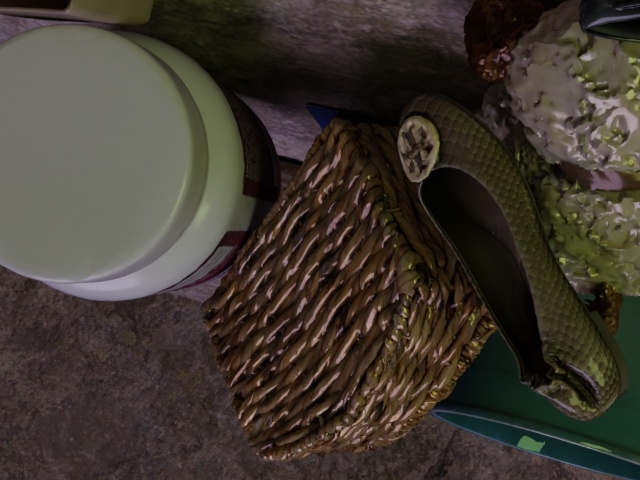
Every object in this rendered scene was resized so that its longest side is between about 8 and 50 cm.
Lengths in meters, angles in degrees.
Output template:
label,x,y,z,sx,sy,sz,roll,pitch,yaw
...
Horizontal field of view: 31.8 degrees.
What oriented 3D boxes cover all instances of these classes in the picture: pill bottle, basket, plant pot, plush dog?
label,x,y,z,sx,sy,sz,roll,pitch,yaw
pill bottle,-0.166,-0.061,0.994,0.224,0.224,0.392,17,-179,5
basket,0.068,0.061,1.000,0.223,0.214,0.299,0,142,-37
plant pot,-0.175,-0.207,0.816,0.109,0.109,0.096,10,179,34
plush dog,0.197,-0.068,0.759,0.262,0.211,0.225,10,140,28
plant pot,0.278,0.097,1.173,0.271,0.255,0.272,16,169,3

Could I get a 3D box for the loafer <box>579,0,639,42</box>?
label,x,y,z,sx,sy,sz,roll,pitch,yaw
loafer,0.253,-0.120,0.618,0.223,0.078,0.076,15,169,11

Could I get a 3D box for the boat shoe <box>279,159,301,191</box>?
label,x,y,z,sx,sy,sz,roll,pitch,yaw
boat shoe,0.000,0.000,1.503,0.121,0.110,0.341,10,166,33

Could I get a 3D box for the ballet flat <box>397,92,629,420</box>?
label,x,y,z,sx,sy,sz,roll,pitch,yaw
ballet flat,0.117,0.011,0.755,0.058,0.250,0.084,-24,167,-27

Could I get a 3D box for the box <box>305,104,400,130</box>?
label,x,y,z,sx,sy,sz,roll,pitch,yaw
box,0.099,-0.082,1.157,0.225,0.037,0.136,15,168,21
